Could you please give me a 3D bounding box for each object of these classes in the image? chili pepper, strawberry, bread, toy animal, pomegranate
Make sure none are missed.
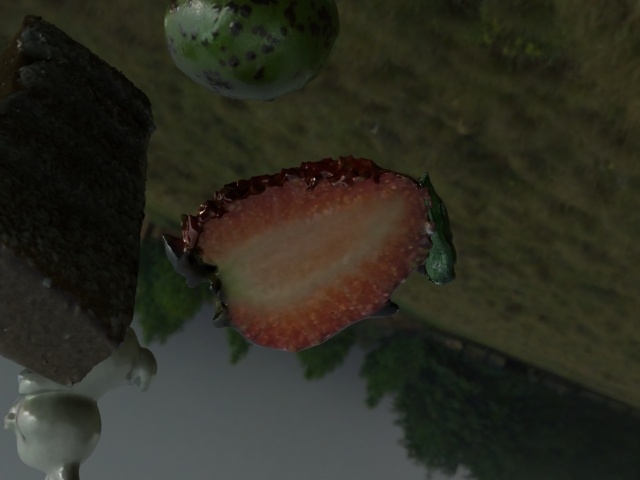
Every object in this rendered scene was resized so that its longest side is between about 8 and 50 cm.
[{"bbox_3d":[0.216,-0.024,1.778,0.061,0.224,0.098,-13,-165,-7],"label":"chili pepper"},{"bbox_3d":[0.000,0.000,1.077,0.306,0.138,0.233,-20,121,19],"label":"strawberry"},{"bbox_3d":[-0.242,-0.058,0.844,0.165,0.113,0.416,35,-158,-26],"label":"bread"},{"bbox_3d":[-0.452,0.324,1.748,0.241,0.368,0.196,19,171,-17],"label":"toy animal"},{"bbox_3d":[-0.083,-0.286,1.128,0.211,0.263,0.211,-4,-149,2],"label":"pomegranate"}]
